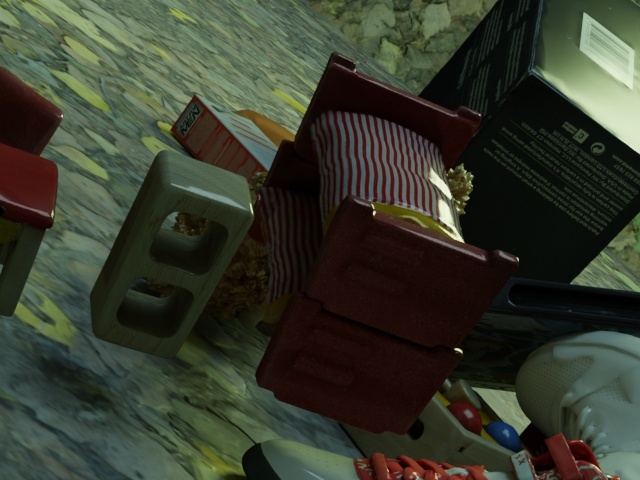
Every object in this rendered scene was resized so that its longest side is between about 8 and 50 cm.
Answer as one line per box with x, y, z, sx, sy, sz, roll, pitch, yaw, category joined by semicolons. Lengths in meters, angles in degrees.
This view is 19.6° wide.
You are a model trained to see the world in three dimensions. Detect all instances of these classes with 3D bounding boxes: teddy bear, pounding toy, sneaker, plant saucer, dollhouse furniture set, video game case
0.000;0.000;1.482;0.245;0.113;0.338;-4;9;10;teddy bear
0.090;0.136;1.424;0.130;0.100;0.141;28;15;-42;pounding toy
0.205;0.155;1.337;0.169;0.108;0.292;-17;25;-33;sneaker
-0.035;-0.091;2.151;0.200;0.037;0.200;36;11;-8;plant saucer
0.093;0.166;1.190;0.270;0.145;0.090;35;11;-10;sneaker
-0.081;-0.038;1.167;0.374;0.152;0.201;20;29;-18;dollhouse furniture set
0.200;0.088;1.557;0.248;0.035;0.275;7;-17;0;video game case

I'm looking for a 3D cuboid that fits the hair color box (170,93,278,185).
-0.074;-0.077;1.925;0.093;0.053;0.167;23;19;-47;hair color box

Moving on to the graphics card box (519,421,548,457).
0.327;0.295;1.532;0.371;0.094;0.233;36;11;-10;graphics card box

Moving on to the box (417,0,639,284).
0.199;-0.088;1.911;0.179;0.312;0.343;36;31;-10;box
